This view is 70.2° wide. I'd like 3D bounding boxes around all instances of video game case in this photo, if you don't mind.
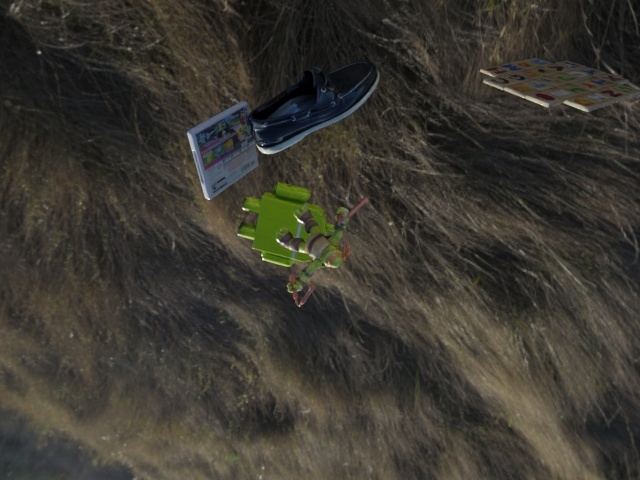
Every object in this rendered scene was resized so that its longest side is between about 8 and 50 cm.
[{"bbox_3d":[-0.240,-0.231,1.158,0.023,0.201,0.183,18,133,28],"label":"video game case"}]

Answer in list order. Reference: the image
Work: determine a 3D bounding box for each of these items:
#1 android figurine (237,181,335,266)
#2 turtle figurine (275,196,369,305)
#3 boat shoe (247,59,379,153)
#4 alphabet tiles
[{"bbox_3d":[-0.094,-0.038,1.299,0.272,0.056,0.248,13,114,0],"label":"android figurine"},{"bbox_3d":[0.000,0.000,1.013,0.087,0.217,0.270,25,100,-38],"label":"turtle figurine"},{"bbox_3d":[-0.020,-0.336,1.052,0.340,0.127,0.113,-28,142,2],"label":"boat shoe"},{"bbox_3d":[0.566,-0.381,1.084,0.285,0.342,0.011,43,143,39],"label":"alphabet tiles"}]
